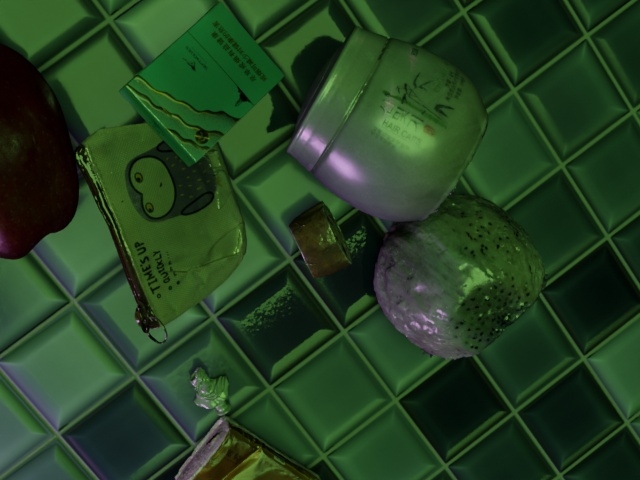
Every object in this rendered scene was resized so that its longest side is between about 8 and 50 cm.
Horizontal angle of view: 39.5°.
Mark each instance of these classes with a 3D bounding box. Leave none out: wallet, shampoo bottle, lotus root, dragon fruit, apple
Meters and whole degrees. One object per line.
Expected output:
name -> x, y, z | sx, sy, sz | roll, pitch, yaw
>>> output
wallet -> -0.236, -0.038, 1.418 | 0.275, 0.068, 0.335 | -32, 108, -45
shampoo bottle -> 0.102, -0.182, 1.414 | 0.266, 0.273, 0.273 | 29, 93, -7
lotus root -> 0.000, 0.001, 1.506 | 0.081, 0.112, 0.122 | -26, 104, 0
dragon fruit -> 0.224, 0.049, 1.506 | 0.283, 0.221, 0.204 | -45, 110, 1
apple -> -0.505, -0.133, 1.306 | 0.288, 0.288, 0.316 | -23, 119, -6

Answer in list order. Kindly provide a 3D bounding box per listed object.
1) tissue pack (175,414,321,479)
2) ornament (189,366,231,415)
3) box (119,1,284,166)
tissue pack -> -0.130, 0.440, 1.564 | 0.226, 0.092, 0.183 | 37, 90, -16
ornament -> -0.192, 0.262, 1.549 | 0.092, 0.041, 0.068 | 29, 98, -23
box -> -0.186, -0.252, 1.425 | 0.162, 0.041, 0.229 | 47, 64, -13
